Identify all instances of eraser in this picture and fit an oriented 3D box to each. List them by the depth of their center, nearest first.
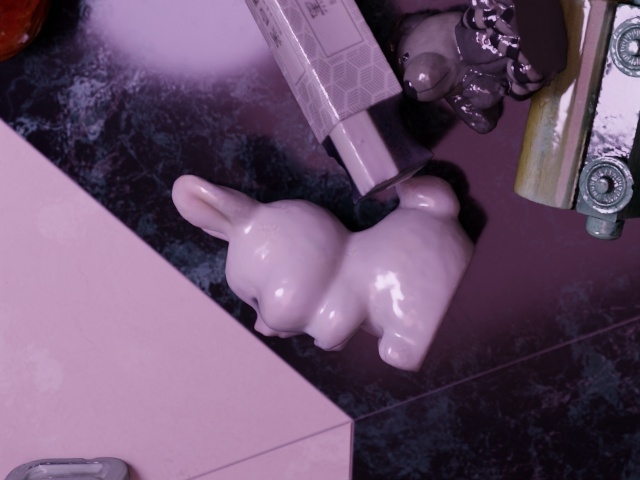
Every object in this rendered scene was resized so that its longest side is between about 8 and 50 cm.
[{"bbox_3d":[-0.008,-0.246,1.600,0.096,0.098,0.404,-26,85,-18],"label":"eraser"}]

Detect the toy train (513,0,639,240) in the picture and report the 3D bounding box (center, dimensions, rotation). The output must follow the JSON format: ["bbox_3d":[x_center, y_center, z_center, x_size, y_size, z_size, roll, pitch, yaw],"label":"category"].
[{"bbox_3d":[0.333,-0.158,1.617,0.189,0.126,0.307,22,110,40],"label":"toy train"}]

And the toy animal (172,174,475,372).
[{"bbox_3d":[0.000,0.011,1.680,0.368,0.196,0.241,14,84,5],"label":"toy animal"}]

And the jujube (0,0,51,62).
[{"bbox_3d":[-0.413,-0.348,1.702,0.190,0.190,0.255,30,91,4],"label":"jujube"}]

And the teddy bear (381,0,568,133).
[{"bbox_3d":[0.176,-0.202,1.585,0.171,0.144,0.251,50,138,-13],"label":"teddy bear"}]

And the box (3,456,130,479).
[{"bbox_3d":[-0.356,0.439,1.805,0.175,0.312,0.182,-4,111,13],"label":"box"}]
